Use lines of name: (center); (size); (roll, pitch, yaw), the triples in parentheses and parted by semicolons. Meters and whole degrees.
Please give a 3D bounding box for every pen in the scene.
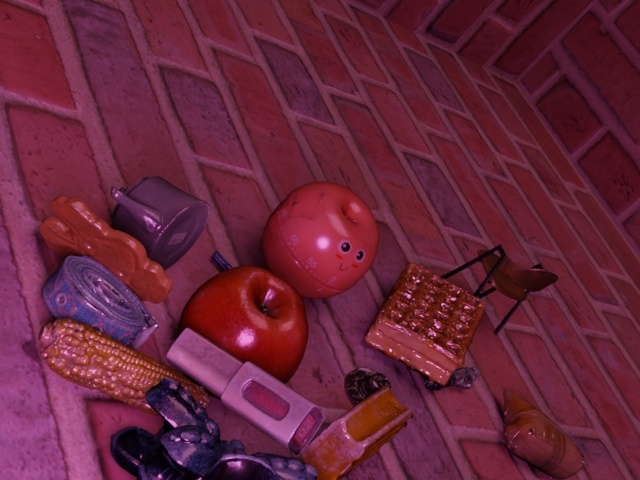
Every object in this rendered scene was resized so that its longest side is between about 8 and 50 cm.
pen: (-0.137, 0.100, 1.931); (0.204, 0.025, 0.025); (47, 28, 6)

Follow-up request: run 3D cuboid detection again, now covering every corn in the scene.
corn: (-0.299, 0.203, 1.517); (0.288, 0.086, 0.086); (31, 30, -26)

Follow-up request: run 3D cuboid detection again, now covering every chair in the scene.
chair: (0.450, 0.100, 2.468); (0.159, 0.247, 0.172); (23, 33, -36)

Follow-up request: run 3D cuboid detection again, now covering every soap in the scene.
soap: (0.068, 0.337, 1.732); (0.080, 0.160, 0.257); (49, 27, 12)

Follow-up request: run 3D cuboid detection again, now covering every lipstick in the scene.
lipstick: (-0.116, 0.221, 1.510); (0.253, 0.079, 0.077); (30, -15, 27)

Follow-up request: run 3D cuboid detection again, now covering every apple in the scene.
apple: (-0.130, 0.157, 1.682); (0.218, 0.201, 0.218); (25, 39, -22)

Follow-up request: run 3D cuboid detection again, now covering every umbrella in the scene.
umbrella: (0.291, 0.306, 2.196); (0.188, 0.046, 0.050); (2, 79, -53)

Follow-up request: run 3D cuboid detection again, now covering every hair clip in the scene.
hair clip: (-0.150, 0.345, 1.426); (0.310, 0.194, 0.206); (34, 7, -15)

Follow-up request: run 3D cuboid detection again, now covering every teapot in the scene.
teapot: (-0.305, -0.045, 1.804); (0.149, 0.162, 0.239); (37, 1, 13)

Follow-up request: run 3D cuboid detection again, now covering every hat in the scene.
hat: (0.105, 0.289, 1.962); (0.121, 0.050, 0.121); (30, 33, -22)

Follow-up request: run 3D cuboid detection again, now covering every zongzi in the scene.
zongzi: (0.489, 0.428, 2.238); (0.194, 0.099, 0.197); (35, 22, -17)

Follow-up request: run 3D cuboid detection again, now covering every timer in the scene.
timer: (0.000, 0.000, 2.045); (0.229, 0.215, 0.229); (32, 30, -21)

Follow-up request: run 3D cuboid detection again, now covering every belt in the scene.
belt: (-0.357, 0.104, 1.579); (0.163, 0.082, 0.147); (48, 17, 17)

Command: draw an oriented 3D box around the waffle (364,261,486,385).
waffle: (0.234, 0.177, 2.192); (0.213, 0.091, 0.308); (29, 29, 7)

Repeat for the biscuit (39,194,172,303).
biscuit: (-0.349, 0.024, 1.635); (0.236, 0.144, 0.040); (38, 53, -8)
